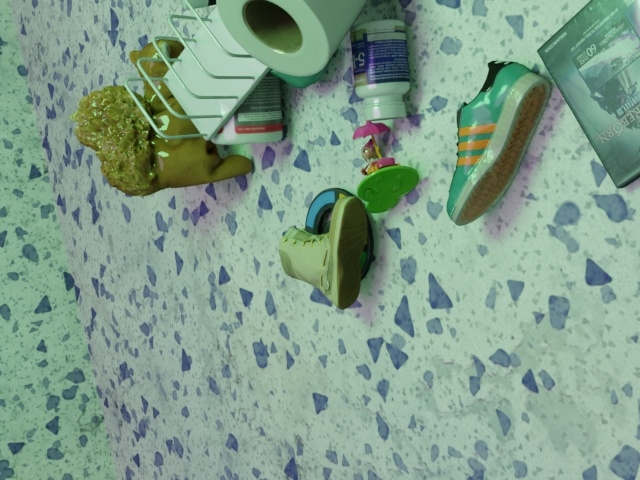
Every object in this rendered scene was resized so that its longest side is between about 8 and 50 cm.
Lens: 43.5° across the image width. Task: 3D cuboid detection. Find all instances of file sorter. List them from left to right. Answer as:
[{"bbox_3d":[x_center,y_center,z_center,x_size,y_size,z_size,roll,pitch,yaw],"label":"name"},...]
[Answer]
[{"bbox_3d":[-0.272,-0.377,1.761,0.277,0.173,0.193,-44,75,32],"label":"file sorter"}]

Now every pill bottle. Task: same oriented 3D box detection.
[{"bbox_3d":[-0.183,-0.392,1.911,0.176,0.176,0.319,11,107,50],"label":"pill bottle"},{"bbox_3d":[0.121,-0.335,1.594,0.112,0.112,0.187,1,98,51],"label":"pill bottle"}]

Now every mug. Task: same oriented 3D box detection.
[{"bbox_3d":[-0.042,-0.406,1.783,0.130,0.097,0.158,-58,23,7],"label":"mug"}]

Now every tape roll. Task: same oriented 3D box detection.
[{"bbox_3d":[-0.051,-0.458,1.522,0.246,0.169,0.246,25,154,13],"label":"tape roll"}]

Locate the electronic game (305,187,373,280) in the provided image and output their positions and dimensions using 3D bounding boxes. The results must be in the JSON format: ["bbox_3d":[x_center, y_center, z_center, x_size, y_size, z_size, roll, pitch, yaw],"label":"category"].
[{"bbox_3d":[0.039,-0.005,1.820,0.229,0.048,0.230,15,109,49],"label":"electronic game"}]

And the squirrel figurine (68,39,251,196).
[{"bbox_3d":[-0.421,-0.319,2.051,0.281,0.396,0.371,12,116,55],"label":"squirrel figurine"}]

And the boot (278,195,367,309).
[{"bbox_3d":[0.000,0.000,1.757,0.203,0.095,0.262,28,129,38],"label":"boot"}]

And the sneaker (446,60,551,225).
[{"bbox_3d":[0.290,-0.174,1.428,0.121,0.108,0.302,45,122,37],"label":"sneaker"}]

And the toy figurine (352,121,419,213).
[{"bbox_3d":[0.117,-0.166,1.664,0.173,0.130,0.159,100,159,-61],"label":"toy figurine"}]

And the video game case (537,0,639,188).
[{"bbox_3d":[0.471,-0.247,1.243,0.196,0.026,0.274,-43,63,47],"label":"video game case"}]

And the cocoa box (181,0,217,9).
[{"bbox_3d":[-0.244,-0.739,1.809,0.231,0.227,0.347,110,142,-62],"label":"cocoa box"}]
